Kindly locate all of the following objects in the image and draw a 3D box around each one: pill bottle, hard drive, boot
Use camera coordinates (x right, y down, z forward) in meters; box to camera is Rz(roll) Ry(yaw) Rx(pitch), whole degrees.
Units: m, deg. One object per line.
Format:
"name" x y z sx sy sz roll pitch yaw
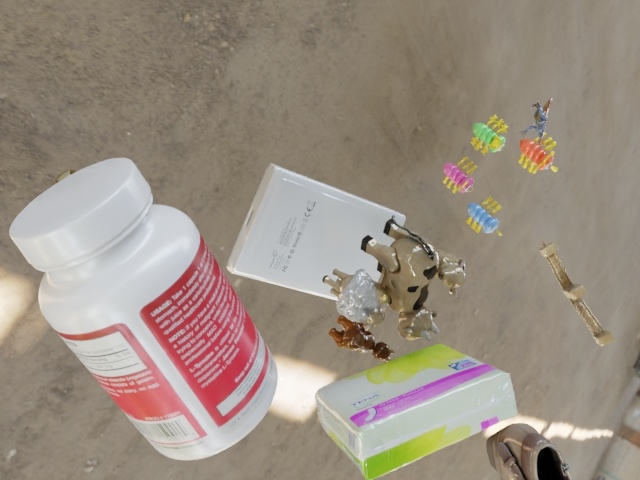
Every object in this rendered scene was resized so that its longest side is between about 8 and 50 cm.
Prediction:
"pill bottle" -0.237 0.101 0.869 0.229 0.229 0.408 -43 126 -28
"hard drive" 0.000 0.000 1.316 0.352 0.047 0.233 18 101 -33
"boot" 0.152 0.184 0.423 0.042 0.119 0.087 -23 175 -12

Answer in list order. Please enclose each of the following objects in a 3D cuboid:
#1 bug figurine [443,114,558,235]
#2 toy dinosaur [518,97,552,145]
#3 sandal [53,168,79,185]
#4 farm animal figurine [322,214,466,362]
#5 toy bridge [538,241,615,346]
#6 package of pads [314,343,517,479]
"bug figurine" 0.405 -0.157 1.440 0.279 0.216 0.072 -55 158 23
"toy dinosaur" 0.438 -0.232 1.209 0.090 0.082 0.047 -21 -179 -2
"sandal" -0.364 -0.035 0.998 0.180 0.049 0.072 46 59 -12
"farm animal figurine" 0.176 0.094 1.183 0.330 0.172 0.327 -44 149 -21
"toy bridge" 0.418 0.083 1.013 0.026 0.188 0.063 -31 174 9
"package of pads" 0.158 0.289 1.097 0.296 0.229 0.101 -16 99 -18
